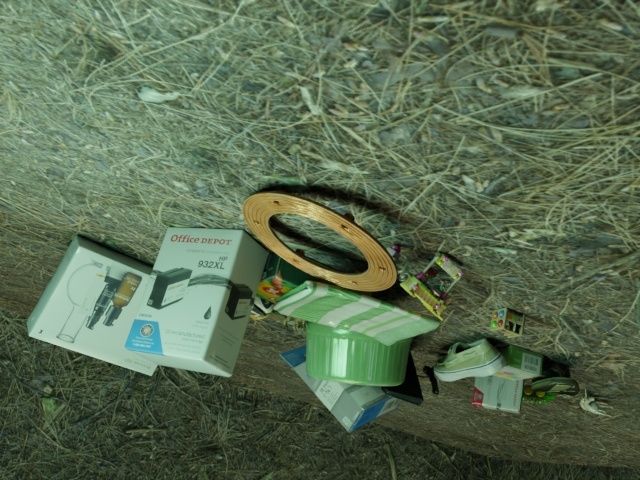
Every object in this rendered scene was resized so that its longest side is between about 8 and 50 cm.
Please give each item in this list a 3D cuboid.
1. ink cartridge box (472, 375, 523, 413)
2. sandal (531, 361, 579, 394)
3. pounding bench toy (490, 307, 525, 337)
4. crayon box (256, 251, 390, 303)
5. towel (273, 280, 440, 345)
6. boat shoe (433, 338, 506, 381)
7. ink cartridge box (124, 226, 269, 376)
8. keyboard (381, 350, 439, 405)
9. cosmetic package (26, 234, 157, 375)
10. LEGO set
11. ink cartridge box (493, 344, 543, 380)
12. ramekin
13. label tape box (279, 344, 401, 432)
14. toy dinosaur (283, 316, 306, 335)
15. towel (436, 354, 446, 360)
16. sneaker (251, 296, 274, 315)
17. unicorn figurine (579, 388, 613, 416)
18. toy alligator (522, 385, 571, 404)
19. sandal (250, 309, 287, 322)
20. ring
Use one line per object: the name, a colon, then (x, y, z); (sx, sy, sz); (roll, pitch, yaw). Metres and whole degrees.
ink cartridge box: (0.576, 0.491, 2.251); (0.150, 0.109, 0.063); (4, 157, 24)
sandal: (0.657, 0.390, 1.990); (0.120, 0.086, 0.303); (4, 173, 9)
pounding bench toy: (0.433, 0.198, 1.660); (0.065, 0.052, 0.083); (21, 159, -18)
crayon box: (-0.013, 0.126, 1.722); (0.318, 0.081, 0.202); (23, 157, -25)
towel: (0.075, 0.174, 1.627); (0.324, 0.038, 0.248); (20, 156, -17)
boat shoe: (0.414, 0.333, 1.987); (0.094, 0.109, 0.302); (61, 152, 1)
ink cartridge box: (-0.277, 0.132, 1.585); (0.223, 0.308, 0.129); (3, 155, 28)
keyboard: (0.266, 0.408, 2.096); (0.201, 0.033, 0.317); (15, -163, -4)
cosmetic package: (-0.578, 0.191, 1.961); (0.377, 0.285, 0.097); (27, -171, -33)
LEGO set: (0.244, 0.088, 1.484); (0.132, 0.107, 0.287); (42, -177, 35)
ink cartridge box: (0.530, 0.357, 1.998); (0.108, 0.062, 0.209); (19, 159, -13)
ramekin: (0.100, 0.309, 1.915); (0.303, 0.148, 0.303); (5, 174, 1)
label tape box: (0.073, 0.399, 2.138); (0.240, 0.106, 0.333); (-10, -134, -48)
toy dinosaur: (-0.072, 0.197, 1.891); (0.053, 0.093, 0.183); (-8, -156, -30)
towel: (0.434, 0.392, 2.204); (0.110, 0.027, 0.148); (2, 158, 32)
sneaker: (-0.186, 0.137, 1.847); (0.152, 0.094, 0.235); (12, 160, 1)
unicorn figurine: (0.871, 0.526, 2.223); (0.111, 0.060, 0.162); (11, 159, 5)
toy alligator: (0.733, 0.520, 2.307); (0.189, 0.051, 0.056); (8, 159, 16)
sandal: (-0.182, 0.227, 2.138); (0.180, 0.049, 0.072); (25, 157, -28)
ring: (0.000, 0.000, 1.375); (0.336, 0.032, 0.337); (23, 156, 10)
